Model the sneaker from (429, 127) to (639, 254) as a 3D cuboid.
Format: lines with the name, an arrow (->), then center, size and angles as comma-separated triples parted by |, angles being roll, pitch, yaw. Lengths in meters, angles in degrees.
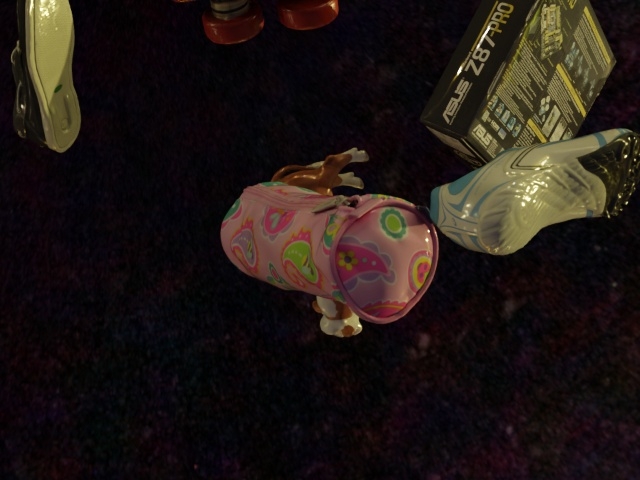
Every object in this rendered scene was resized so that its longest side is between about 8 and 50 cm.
sneaker -> 0.193, -0.052, 0.719 | 0.237, 0.086, 0.085 | -18, 124, -33

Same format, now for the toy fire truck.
toy fire truck -> -0.101, -0.469, 1.396 | 0.302, 0.254, 0.169 | -9, 131, 2

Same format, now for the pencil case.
pencil case -> 0.000, 0.000, 0.860 | 0.124, 0.284, 0.124 | -3, 97, -27

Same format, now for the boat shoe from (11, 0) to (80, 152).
boat shoe -> -0.353, -0.220, 1.046 | 0.079, 0.084, 0.233 | 21, 130, 16

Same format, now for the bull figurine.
bull figurine -> 0.035, 0.006, 1.366 | 0.188, 0.101, 0.310 | -33, 109, -22

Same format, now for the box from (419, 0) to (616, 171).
box -> 0.339, -0.250, 1.384 | 0.318, 0.097, 0.395 | -61, 147, 2
